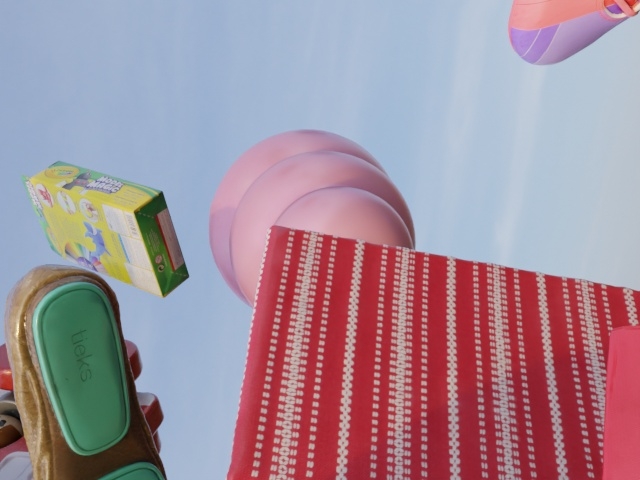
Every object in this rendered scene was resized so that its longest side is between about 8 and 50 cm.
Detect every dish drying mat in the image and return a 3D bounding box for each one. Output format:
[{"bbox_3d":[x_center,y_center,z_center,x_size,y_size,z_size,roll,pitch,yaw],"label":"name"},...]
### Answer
[{"bbox_3d":[0.143,0.074,0.402,0.008,0.032,0.083,59,-144,-43],"label":"dish drying mat"}]

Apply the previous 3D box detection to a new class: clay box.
[{"bbox_3d":[-0.267,-0.020,1.107,0.053,0.222,0.127,-41,-46,-36],"label":"clay box"}]

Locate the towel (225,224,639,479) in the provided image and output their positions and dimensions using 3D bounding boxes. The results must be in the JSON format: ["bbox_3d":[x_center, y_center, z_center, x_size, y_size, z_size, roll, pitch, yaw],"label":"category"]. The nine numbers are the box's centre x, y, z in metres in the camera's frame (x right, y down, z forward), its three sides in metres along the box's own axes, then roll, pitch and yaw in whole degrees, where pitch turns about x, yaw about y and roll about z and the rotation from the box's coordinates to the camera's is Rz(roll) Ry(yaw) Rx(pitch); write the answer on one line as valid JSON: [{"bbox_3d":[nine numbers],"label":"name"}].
[{"bbox_3d":[0.092,0.088,0.524,0.199,0.274,0.031,-84,7,-46],"label":"towel"}]

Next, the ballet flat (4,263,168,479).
[{"bbox_3d":[-0.205,0.181,0.772,0.116,0.124,0.343,-20,-72,-33],"label":"ballet flat"}]

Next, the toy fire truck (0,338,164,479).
[{"bbox_3d":[-0.366,0.259,1.195,0.254,0.302,0.169,-55,-38,-61],"label":"toy fire truck"}]

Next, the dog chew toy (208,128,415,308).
[{"bbox_3d":[0.000,0.000,0.878,0.332,0.206,0.207,-137,57,-76],"label":"dog chew toy"}]

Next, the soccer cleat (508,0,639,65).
[{"bbox_3d":[0.206,-0.185,0.503,0.083,0.095,0.248,17,-55,-45],"label":"soccer cleat"}]
